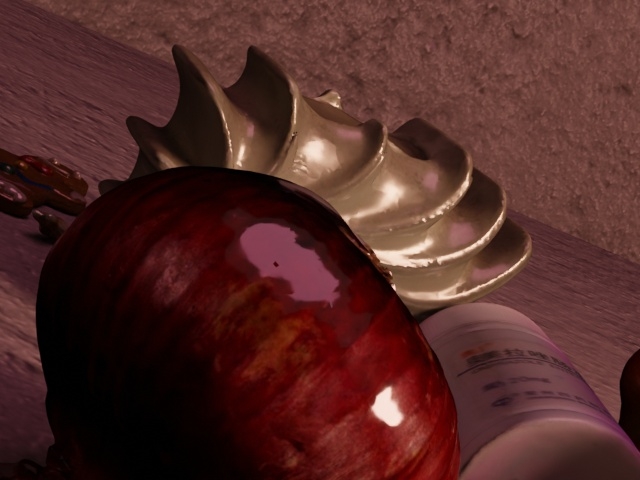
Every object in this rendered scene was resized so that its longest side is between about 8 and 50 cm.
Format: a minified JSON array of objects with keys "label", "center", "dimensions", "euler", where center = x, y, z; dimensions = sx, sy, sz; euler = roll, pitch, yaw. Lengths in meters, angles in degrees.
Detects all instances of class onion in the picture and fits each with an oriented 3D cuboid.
[{"label":"onion","center":[-0.065,0.099,0.714],"dimensions":[0.273,0.285,0.273],"euler":[45,-24,27]}]

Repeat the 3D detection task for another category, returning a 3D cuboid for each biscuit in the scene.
[{"label":"biscuit","center":[-0.299,-0.066,1.347],"dimensions":[0.138,0.031,0.205],"euler":[29,10,16]}]

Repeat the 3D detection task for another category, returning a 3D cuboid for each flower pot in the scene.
[{"label":"flower pot","center":[0.000,0.000,1.122],"dimensions":[0.367,0.254,0.164],"euler":[19,13,-26]}]

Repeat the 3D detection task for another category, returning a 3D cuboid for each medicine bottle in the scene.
[{"label":"medicine bottle","center":[0.138,0.151,0.990],"dimensions":[0.152,0.152,0.254],"euler":[23,12,-11]}]

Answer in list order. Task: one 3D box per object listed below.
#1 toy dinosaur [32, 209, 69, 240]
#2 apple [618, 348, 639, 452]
[{"label":"toy dinosaur","center":[-0.163,0.012,1.272],"dimensions":[0.142,0.057,0.212],"euler":[10,-7,23]},{"label":"apple","center":[0.417,0.180,1.139],"dimensions":[0.317,0.288,0.288],"euler":[8,17,-18]}]
